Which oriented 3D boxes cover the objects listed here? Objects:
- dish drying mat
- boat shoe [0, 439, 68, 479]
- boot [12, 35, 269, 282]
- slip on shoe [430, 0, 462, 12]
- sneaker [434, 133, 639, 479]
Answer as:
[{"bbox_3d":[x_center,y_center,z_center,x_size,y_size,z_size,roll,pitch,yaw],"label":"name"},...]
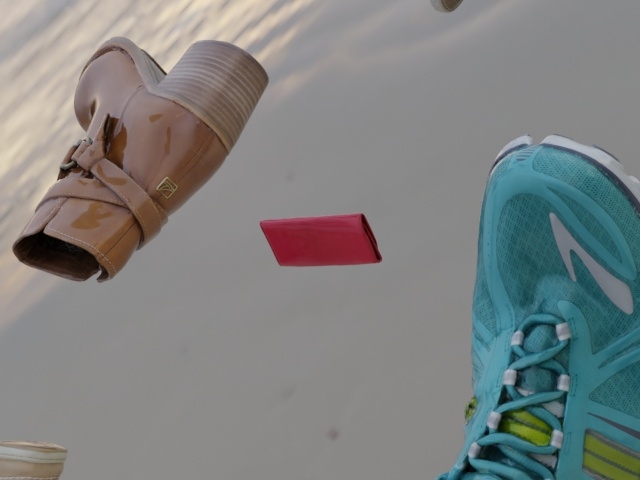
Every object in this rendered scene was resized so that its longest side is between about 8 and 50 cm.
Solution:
[{"bbox_3d":[0.000,0.000,0.952,0.083,0.032,0.008,-3,30,48],"label":"dish drying mat"},{"bbox_3d":[-0.235,0.161,1.085,0.170,0.063,0.059,-8,79,30],"label":"boat shoe"},{"bbox_3d":[-0.178,-0.058,1.405,0.283,0.109,0.220,6,55,52],"label":"boot"},{"bbox_3d":[0.135,-0.246,1.367,0.041,0.051,0.135,23,78,36],"label":"slip on shoe"},{"bbox_3d":[0.106,0.090,0.760,0.107,0.275,0.110,8,19,32],"label":"sneaker"}]
